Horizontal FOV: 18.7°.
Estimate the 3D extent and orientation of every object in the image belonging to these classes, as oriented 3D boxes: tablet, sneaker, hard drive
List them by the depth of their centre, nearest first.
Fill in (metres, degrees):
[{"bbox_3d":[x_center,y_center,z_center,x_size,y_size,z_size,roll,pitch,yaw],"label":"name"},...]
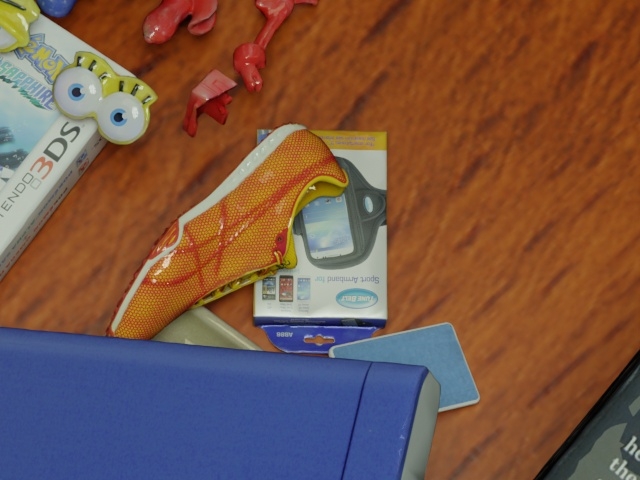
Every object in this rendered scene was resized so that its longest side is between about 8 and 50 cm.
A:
[{"bbox_3d":[-0.109,0.155,1.039,0.318,0.040,0.210,4,66,24],"label":"hard drive"},{"bbox_3d":[-0.053,0.006,1.123,0.175,0.064,0.067,-44,87,-11],"label":"sneaker"},{"bbox_3d":[0.050,0.080,1.148,0.083,0.006,0.054,-10,67,-24],"label":"tablet"}]

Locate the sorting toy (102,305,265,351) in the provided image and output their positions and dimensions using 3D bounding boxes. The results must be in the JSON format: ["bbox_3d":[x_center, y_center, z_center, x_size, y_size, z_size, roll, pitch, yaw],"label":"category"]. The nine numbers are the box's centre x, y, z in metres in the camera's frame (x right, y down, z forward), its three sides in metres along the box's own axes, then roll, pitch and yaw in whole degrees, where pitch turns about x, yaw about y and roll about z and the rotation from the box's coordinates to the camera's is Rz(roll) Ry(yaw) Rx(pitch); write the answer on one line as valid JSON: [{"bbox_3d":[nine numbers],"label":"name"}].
[{"bbox_3d":[-0.084,0.152,1.115,0.193,0.038,0.208,35,75,8],"label":"sorting toy"}]

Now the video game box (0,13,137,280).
[{"bbox_3d":[-0.244,-0.076,1.174,0.205,0.048,0.187,33,71,7],"label":"video game box"}]

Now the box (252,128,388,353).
[{"bbox_3d":[0.000,0.000,1.172,0.081,0.028,0.136,1,71,-2],"label":"box"}]

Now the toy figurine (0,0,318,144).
[{"bbox_3d":[-0.153,-0.252,1.122,0.362,0.217,0.191,39,58,10],"label":"toy figurine"}]

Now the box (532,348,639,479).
[{"bbox_3d":[0.235,0.138,1.002,0.212,0.293,0.395,40,75,9],"label":"box"}]
